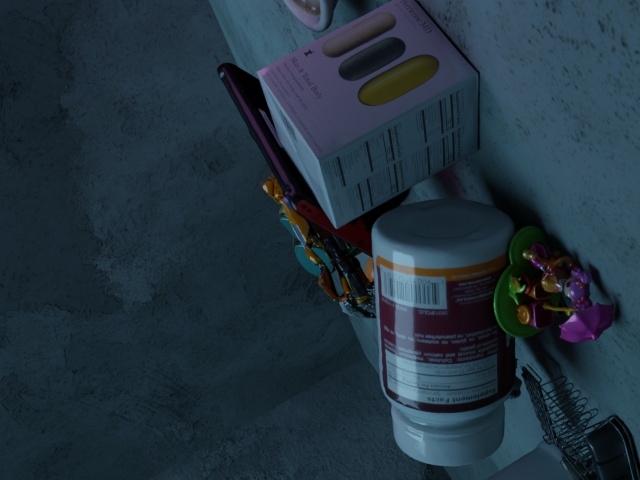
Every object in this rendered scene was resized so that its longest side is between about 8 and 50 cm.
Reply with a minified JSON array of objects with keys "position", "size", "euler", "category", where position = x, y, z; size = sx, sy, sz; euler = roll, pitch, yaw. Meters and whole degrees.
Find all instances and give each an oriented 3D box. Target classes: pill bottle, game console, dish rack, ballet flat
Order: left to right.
[{"position":[-0.015,-0.136,1.620],"size":[0.342,0.060,0.386],"euler":[23,-151,-48],"category":"game console"},{"position":[-0.013,-0.024,2.140],"size":[0.123,0.123,0.348],"euler":[58,177,28],"category":"ballet flat"},{"position":[0.203,0.150,1.439],"size":[0.224,0.224,0.392],"euler":[-132,34,-62],"category":"pill bottle"},{"position":[0.455,0.339,1.577],"size":[0.208,0.074,0.271],"euler":[67,173,-31],"category":"dish rack"}]

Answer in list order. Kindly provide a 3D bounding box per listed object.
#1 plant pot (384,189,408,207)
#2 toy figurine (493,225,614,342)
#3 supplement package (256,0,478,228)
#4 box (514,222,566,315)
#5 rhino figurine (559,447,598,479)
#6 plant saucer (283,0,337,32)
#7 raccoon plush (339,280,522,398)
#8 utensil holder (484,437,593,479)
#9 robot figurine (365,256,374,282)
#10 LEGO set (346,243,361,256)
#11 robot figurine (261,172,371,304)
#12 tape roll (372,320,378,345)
[{"position":[0.088,-0.124,2.015],"size":[0.187,0.188,0.167],"euler":[59,-175,19],"category":"plant pot"},{"position":[0.347,0.076,1.265],"size":[0.159,0.130,0.173],"euler":[20,116,59],"category":"toy figurine"},{"position":[0.077,-0.196,1.355],"size":[0.199,0.262,0.198],"euler":[57,173,29],"category":"supplement package"},{"position":[0.334,0.051,1.493],"size":[0.164,0.021,0.201],"euler":[61,173,-1],"category":"box"},{"position":[0.514,0.482,1.632],"size":[0.106,0.073,0.243],"euler":[14,-146,-45],"category":"rhino figurine"},{"position":[-0.051,-0.560,1.526],"size":[0.400,0.100,0.400],"euler":[60,174,11],"category":"plant saucer"},{"position":[0.230,0.196,1.778],"size":[0.299,0.216,0.446],"euler":[68,162,2],"category":"raccoon plush"},{"position":[0.406,0.641,1.832],"size":[0.328,0.385,0.327],"euler":[60,173,12],"category":"utensil holder"},{"position":[0.197,0.094,2.141],"size":[0.219,0.128,0.158],"euler":[45,-153,9],"category":"robot figurine"},{"position":[0.085,-0.112,2.250],"size":[0.331,0.192,0.255],"euler":[49,140,17],"category":"LEGO set"},{"position":[0.000,0.000,1.658],"size":[0.291,0.085,0.211],"euler":[59,-178,5],"category":"robot figurine"},{"position":[0.231,0.198,1.993],"size":[0.219,0.219,0.072],"euler":[70,176,-52],"category":"tape roll"}]
